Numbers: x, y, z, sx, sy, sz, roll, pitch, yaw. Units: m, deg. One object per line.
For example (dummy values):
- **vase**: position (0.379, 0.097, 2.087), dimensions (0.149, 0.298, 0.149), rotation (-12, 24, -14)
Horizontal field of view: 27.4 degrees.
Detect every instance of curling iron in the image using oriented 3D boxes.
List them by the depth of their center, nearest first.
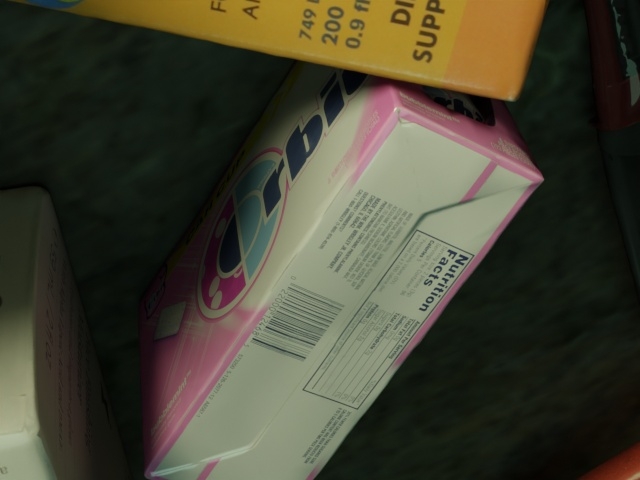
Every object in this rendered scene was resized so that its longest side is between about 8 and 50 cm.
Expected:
- **curling iron**: position (0.110, -0.052, 0.526), dimensions (0.068, 0.035, 0.274), rotation (-21, 125, 11)

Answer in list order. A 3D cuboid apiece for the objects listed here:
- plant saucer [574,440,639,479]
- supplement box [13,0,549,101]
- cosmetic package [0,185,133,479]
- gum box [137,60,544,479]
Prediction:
- **plant saucer**: position (0.248, 0.152, 0.673), dimensions (0.258, 0.048, 0.259), rotation (-38, 123, 22)
- **supplement box**: position (-0.043, -0.111, 0.415), dimensions (0.233, 0.080, 0.078), rotation (11, 123, -2)
- **cosmetic package**: position (-0.161, 0.103, 0.519), dimensions (0.151, 0.151, 0.184), rotation (-11, 126, -2)
- **gum box**: position (0.000, 0.000, 0.499), dimensions (0.062, 0.107, 0.188), rotation (23, 118, -23)
